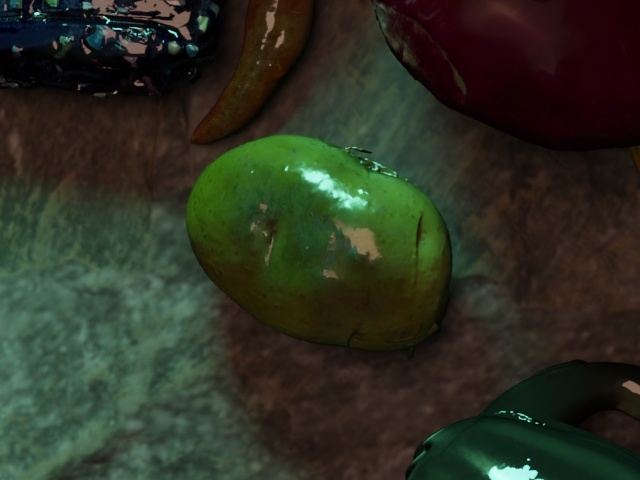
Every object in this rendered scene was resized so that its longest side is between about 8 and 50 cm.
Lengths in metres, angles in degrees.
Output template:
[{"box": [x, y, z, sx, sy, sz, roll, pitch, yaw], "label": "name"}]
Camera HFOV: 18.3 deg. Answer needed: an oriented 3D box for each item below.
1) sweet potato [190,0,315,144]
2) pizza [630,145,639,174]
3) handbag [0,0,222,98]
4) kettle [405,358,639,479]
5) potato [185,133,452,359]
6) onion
[{"box": [-0.043, -0.196, 1.753, 0.078, 0.058, 0.255, 19, 89, 34], "label": "sweet potato"}, {"box": [0.363, -0.075, 1.617, 0.201, 0.053, 0.193, 30, 90, 18], "label": "pizza"}, {"box": [-0.207, -0.211, 1.773, 0.260, 0.113, 0.162, 5, 76, 18], "label": "handbag"}, {"box": [0.222, 0.236, 1.542, 0.324, 0.228, 0.321, 35, 66, 22], "label": "kettle"}, {"box": [0.000, 0.000, 1.667, 0.248, 0.143, 0.169, 20, 91, 27], "label": "potato"}, {"box": [0.214, -0.273, 1.505, 0.398, 0.420, 0.398, -1, 81, 5], "label": "onion"}]
